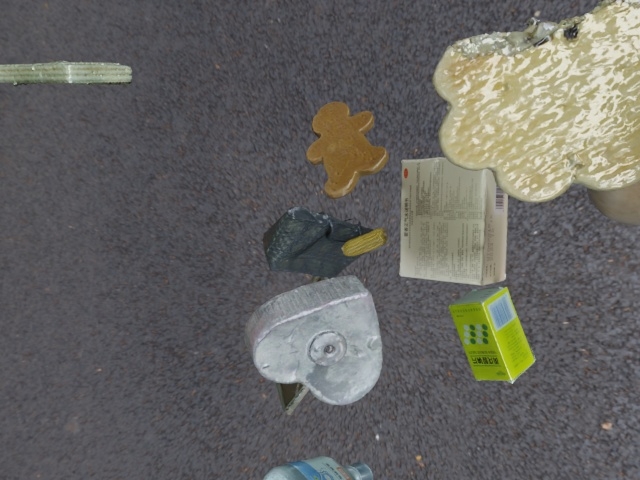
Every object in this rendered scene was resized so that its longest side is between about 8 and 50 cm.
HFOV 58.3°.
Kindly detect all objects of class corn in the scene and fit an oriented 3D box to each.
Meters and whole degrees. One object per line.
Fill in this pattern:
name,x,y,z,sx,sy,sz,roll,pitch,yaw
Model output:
corn,0.086,0.005,1.105,0.092,0.037,0.037,-20,82,19

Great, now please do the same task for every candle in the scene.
candle,0.007,0.123,0.750,0.192,0.068,0.168,28,101,-26

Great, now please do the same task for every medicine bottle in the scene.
medicine bottle,0.496,0.270,1.658,0.141,0.137,0.250,-22,93,-38
medicine bottle,0.008,0.323,0.746,0.090,0.209,0.053,38,98,30

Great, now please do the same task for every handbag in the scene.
handbag,0.000,0.000,1.218,0.175,0.271,0.088,-38,53,39

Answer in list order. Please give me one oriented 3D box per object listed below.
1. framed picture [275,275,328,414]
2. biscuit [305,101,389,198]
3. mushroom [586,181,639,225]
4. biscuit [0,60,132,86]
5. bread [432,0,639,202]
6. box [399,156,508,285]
framed picture,-0.041,0.258,1.469,0.024,0.231,0.314,16,123,-32
biscuit,0.065,-0.263,1.568,0.216,0.047,0.339,-34,47,9
mushroom,0.503,-0.206,0.920,0.295,0.362,0.361,12,84,28
biscuit,-0.409,-0.263,0.908,0.200,0.121,0.040,9,109,31
bread,0.241,-0.131,0.566,0.251,0.039,0.181,-11,106,13
box,0.228,-0.036,0.996,0.168,0.095,0.211,5,96,39
